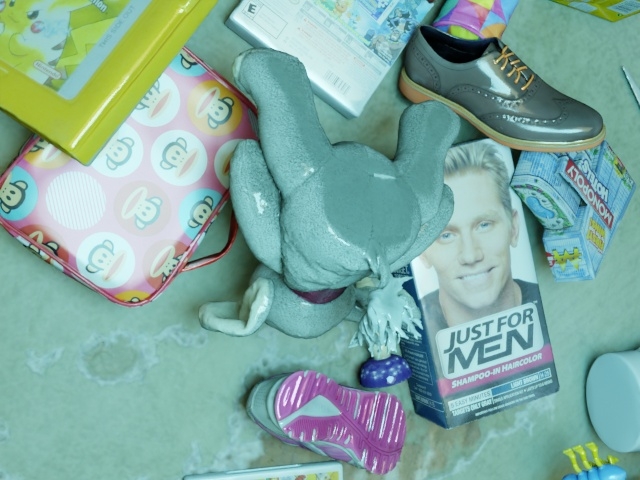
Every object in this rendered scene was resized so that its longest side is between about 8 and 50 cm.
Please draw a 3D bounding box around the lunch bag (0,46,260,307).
[{"bbox_3d":[-0.202,-0.075,1.017,0.258,0.120,0.293,38,80,-15],"label":"lunch bag"}]

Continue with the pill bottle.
[{"bbox_3d":[0.531,0.216,1.231,0.283,0.161,0.161,-2,92,-17],"label":"pill bottle"}]

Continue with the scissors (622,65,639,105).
[{"bbox_3d":[0.512,-0.119,1.287,0.297,0.021,0.109,42,82,-15],"label":"scissors"}]

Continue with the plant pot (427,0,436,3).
[{"bbox_3d":[0.093,-0.468,1.035,0.265,0.272,0.272,30,83,-8],"label":"plant pot"}]

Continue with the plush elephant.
[{"bbox_3d":[0.000,0.000,0.978,0.272,0.255,0.330,7,65,-28],"label":"plush elephant"}]

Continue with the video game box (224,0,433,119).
[{"bbox_3d":[0.013,-0.289,1.115,0.205,0.048,0.187,36,83,-15],"label":"video game box"}]

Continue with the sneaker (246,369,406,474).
[{"bbox_3d":[0.010,0.220,1.106,0.252,0.111,0.103,33,68,-37],"label":"sneaker"}]

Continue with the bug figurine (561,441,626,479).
[{"bbox_3d":[0.451,0.331,1.171,0.279,0.216,0.072,31,42,-37],"label":"bug figurine"}]

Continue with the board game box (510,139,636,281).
[{"bbox_3d":[0.332,-0.053,1.150,0.194,0.060,0.194,43,55,-32],"label":"board game box"}]

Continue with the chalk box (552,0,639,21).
[{"bbox_3d":[0.402,-0.428,1.187,0.132,0.132,0.213,11,87,-17],"label":"chalk box"}]

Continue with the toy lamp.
[{"bbox_3d":[0.054,0.047,1.124,0.080,0.080,0.274,-15,98,-16],"label":"toy lamp"}]

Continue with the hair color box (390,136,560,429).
[{"bbox_3d":[0.182,0.050,1.148,0.174,0.105,0.347,-15,95,-17],"label":"hair color box"}]

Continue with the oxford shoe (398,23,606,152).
[{"bbox_3d":[0.227,-0.189,1.090,0.271,0.098,0.097,21,49,14],"label":"oxford shoe"}]

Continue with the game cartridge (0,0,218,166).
[{"bbox_3d":[-0.261,-0.277,0.950,0.285,0.052,0.323,31,81,21],"label":"game cartridge"}]

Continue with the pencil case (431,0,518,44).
[{"bbox_3d":[0.235,-0.358,1.155,0.104,0.104,0.236,30,83,-16],"label":"pencil case"}]

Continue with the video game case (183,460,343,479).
[{"bbox_3d":[-0.070,0.404,1.122,0.206,0.026,0.227,-1,91,-17],"label":"video game case"}]
